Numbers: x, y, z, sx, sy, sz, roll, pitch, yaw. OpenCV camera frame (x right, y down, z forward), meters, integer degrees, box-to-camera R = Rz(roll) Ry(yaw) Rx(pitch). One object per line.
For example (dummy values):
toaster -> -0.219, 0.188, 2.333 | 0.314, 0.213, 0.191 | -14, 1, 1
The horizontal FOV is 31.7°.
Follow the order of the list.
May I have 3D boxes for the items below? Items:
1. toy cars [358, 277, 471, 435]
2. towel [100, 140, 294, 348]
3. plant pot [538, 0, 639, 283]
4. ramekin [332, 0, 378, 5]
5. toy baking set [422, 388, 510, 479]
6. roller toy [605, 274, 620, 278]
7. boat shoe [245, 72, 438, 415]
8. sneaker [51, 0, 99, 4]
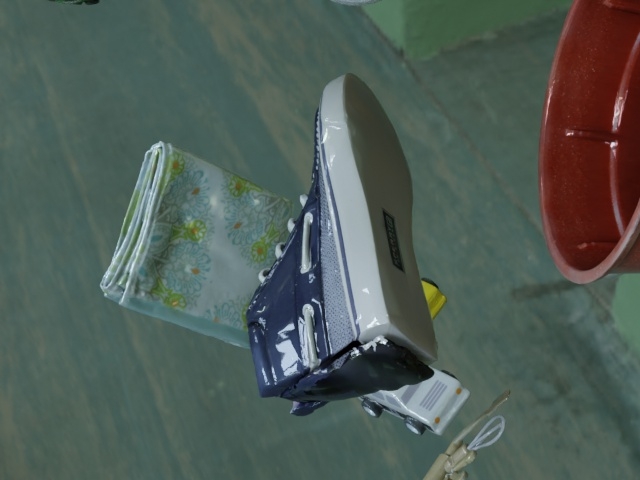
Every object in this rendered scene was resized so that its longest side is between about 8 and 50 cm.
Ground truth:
toy cars -> 0.113, 0.147, 1.745 | 0.176, 0.087, 0.394 | -28, 35, 15
towel -> -0.225, 0.015, 2.191 | 0.090, 0.374, 0.321 | 8, 77, 48
plant pot -> 0.349, -0.087, 0.923 | 0.265, 0.272, 0.272 | 6, 45, -7
ramekin -> 0.051, -0.443, 1.655 | 0.207, 0.207, 0.109 | -9, 25, 4
toy baking set -> 0.222, 0.354, 1.797 | 0.030, 0.197, 0.256 | 40, 62, -2
roller toy -> 0.412, -0.040, 1.426 | 0.191, 0.209, 0.146 | -22, 80, -28
boat shoe -> 0.000, 0.000, 1.056 | 0.158, 0.127, 0.341 | -27, 46, 25
sneaker -> -0.244, -0.418, 1.340 | 0.134, 0.343, 0.146 | 39, 24, 6
